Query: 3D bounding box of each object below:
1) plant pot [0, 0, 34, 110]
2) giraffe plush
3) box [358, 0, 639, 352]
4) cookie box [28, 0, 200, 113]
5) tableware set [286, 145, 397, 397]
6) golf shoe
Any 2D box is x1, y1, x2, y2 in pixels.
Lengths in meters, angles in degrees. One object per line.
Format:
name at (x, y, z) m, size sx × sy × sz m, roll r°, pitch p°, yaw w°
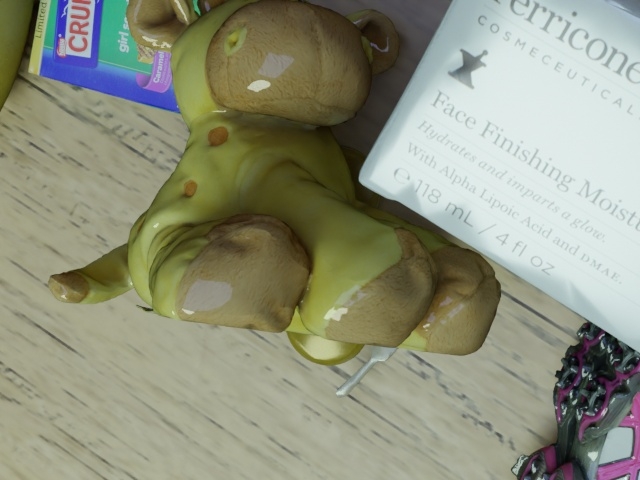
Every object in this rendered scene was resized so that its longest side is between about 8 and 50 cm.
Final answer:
plant pot at (-0.221, -0.108, 0.630) m, size 0.134 × 0.134 × 0.095 m, roll 11°, pitch 122°, yaw 16°
giraffe plush at (-0.020, -0.042, 0.545) m, size 0.210 × 0.181 × 0.170 m, roll 3°, pitch 84°, yaw 45°
box at (0.143, -0.053, 0.473) m, size 0.181 × 0.182 × 0.119 m, roll 32°, pitch 122°, yaw 9°
cookie box at (-0.099, -0.124, 0.625) m, size 0.107 × 0.040 × 0.091 m, roll 16°, pitch 103°, yaw 15°
tableware set at (0.000, 0.000, 0.622) m, size 0.104 × 0.024 × 0.154 m, roll -45°, pitch 82°, yaw 14°
golf shoe at (0.157, 0.097, 0.570) m, size 0.086 × 0.067 × 0.186 m, roll 20°, pitch 103°, yaw -15°
